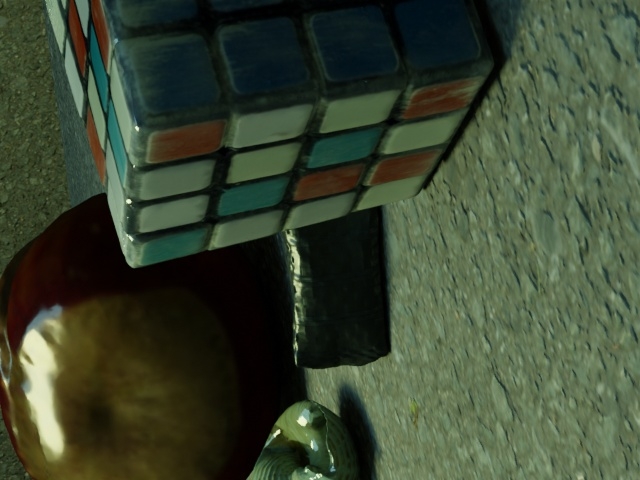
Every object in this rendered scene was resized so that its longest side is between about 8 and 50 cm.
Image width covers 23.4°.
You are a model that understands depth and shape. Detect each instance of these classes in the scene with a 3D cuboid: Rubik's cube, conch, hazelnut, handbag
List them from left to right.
[{"bbox_3d":[-0.227,0.139,1.888,0.359,0.359,0.409,-149,52,-71],"label":"hazelnut"},{"bbox_3d":[-0.050,-0.160,1.141,0.253,0.259,0.256,118,138,-65],"label":"Rubik's cube"},{"bbox_3d":[-0.009,0.239,1.623,0.153,0.102,0.135,-28,59,41],"label":"conch"},{"bbox_3d":[0.000,0.000,1.455,0.175,0.088,0.270,-113,16,-63],"label":"handbag"}]
